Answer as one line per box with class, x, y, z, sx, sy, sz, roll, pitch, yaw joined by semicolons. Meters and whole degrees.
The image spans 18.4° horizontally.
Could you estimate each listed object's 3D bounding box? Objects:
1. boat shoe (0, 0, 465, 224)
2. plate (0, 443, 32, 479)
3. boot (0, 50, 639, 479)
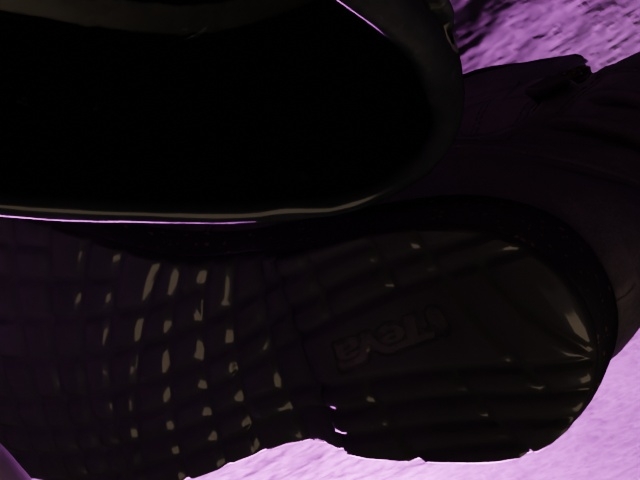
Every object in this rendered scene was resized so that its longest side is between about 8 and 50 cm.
boat shoe;-0.152;-0.078;0.508;0.500;0.156;0.187;1;148;-41
plate;-0.246;0.013;0.585;0.278;0.277;0.045;21;90;-50
boot;0.000;0.000;0.782;0.338;0.118;0.223;3;-154;30
